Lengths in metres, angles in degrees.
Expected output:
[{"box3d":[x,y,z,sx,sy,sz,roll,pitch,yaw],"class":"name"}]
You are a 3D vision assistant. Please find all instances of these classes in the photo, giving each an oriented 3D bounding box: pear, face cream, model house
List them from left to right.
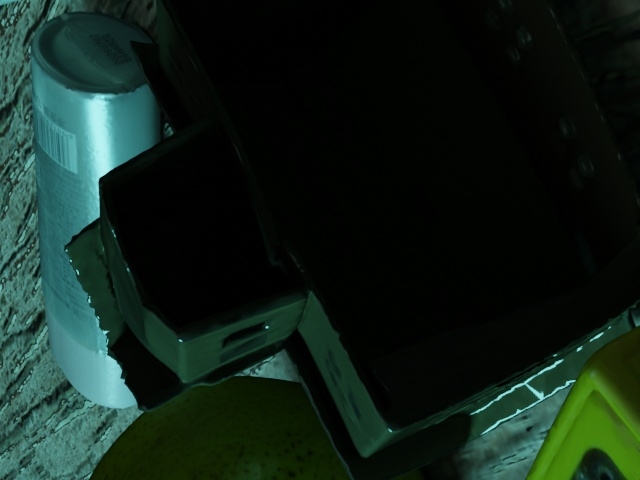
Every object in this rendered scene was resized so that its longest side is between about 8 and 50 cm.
[{"box3d":[-0.145,-0.015,1.063,0.107,0.073,0.269,52,149,39],"class":"face cream"},{"box3d":[-0.038,0.158,0.863,0.198,0.198,0.198,41,141,43],"class":"pear"},{"box3d":[0.000,0.000,0.705,0.211,0.204,0.243,63,169,11],"class":"model house"}]

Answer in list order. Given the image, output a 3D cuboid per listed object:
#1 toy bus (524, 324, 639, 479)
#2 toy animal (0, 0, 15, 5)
[{"box3d":[0.203,0.159,0.464,0.331,0.151,0.145,53,146,30],"class":"toy bus"},{"box3d":[-0.242,-0.241,0.945,0.265,0.206,0.271,0,107,65],"class":"toy animal"}]
